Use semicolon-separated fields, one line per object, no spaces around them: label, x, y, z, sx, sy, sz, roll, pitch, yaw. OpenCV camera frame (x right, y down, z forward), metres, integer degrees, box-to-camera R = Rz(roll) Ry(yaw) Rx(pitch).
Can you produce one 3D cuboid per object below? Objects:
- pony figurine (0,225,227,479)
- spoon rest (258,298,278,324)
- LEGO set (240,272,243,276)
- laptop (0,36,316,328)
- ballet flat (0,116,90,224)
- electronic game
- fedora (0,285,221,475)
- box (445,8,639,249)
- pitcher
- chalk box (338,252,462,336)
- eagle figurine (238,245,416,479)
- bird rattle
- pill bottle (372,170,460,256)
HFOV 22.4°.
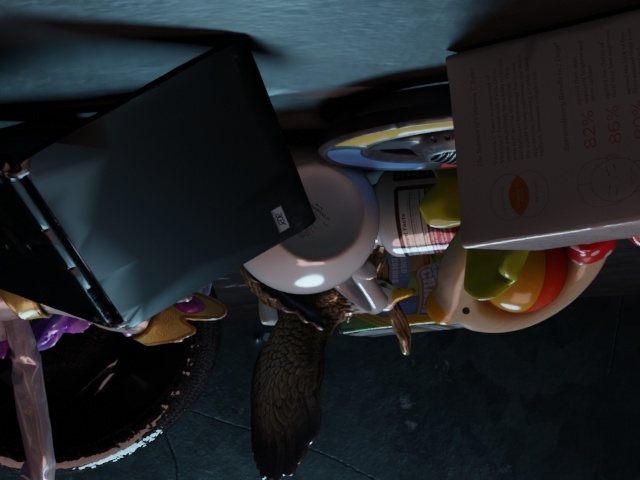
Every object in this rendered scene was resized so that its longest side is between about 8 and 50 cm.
pony figurine;-0.283;0.056;1.411;0.363;0.303;0.351;12;162;-11
spoon rest;0.043;0.035;2.171;0.276;0.084;0.137;-19;172;11
LEGO set;-0.066;-0.004;1.895;0.244;0.060;0.182;-18;164;29
laptop;-0.168;-0.052;1.085;0.264;0.137;0.234;18;156;21
ballet flat;-0.159;-0.057;1.179;0.232;0.080;0.073;-2;-157;5
electronic game;0.111;-0.081;1.231;0.229;0.048;0.229;-4;173;-1
fedora;-0.276;0.088;1.731;0.334;0.334;0.152;-3;-156;-9
box;0.177;-0.067;1.029;0.170;0.130;0.091;-9;173;39
pitcher;0.000;0.000;1.389;0.177;0.125;0.207;36;171;-5
chalk box;0.137;0.042;1.981;0.213;0.132;0.132;-8;172;22
eagle figurine;-0.012;0.066;1.621;0.298;0.226;0.225;-38;176;-47
bird rattle;0.193;-0.005;1.429;0.253;0.143;0.207;-6;138;-38
pill bottle;0.104;-0.030;1.511;0.152;0.086;0.086;-5;174;14
